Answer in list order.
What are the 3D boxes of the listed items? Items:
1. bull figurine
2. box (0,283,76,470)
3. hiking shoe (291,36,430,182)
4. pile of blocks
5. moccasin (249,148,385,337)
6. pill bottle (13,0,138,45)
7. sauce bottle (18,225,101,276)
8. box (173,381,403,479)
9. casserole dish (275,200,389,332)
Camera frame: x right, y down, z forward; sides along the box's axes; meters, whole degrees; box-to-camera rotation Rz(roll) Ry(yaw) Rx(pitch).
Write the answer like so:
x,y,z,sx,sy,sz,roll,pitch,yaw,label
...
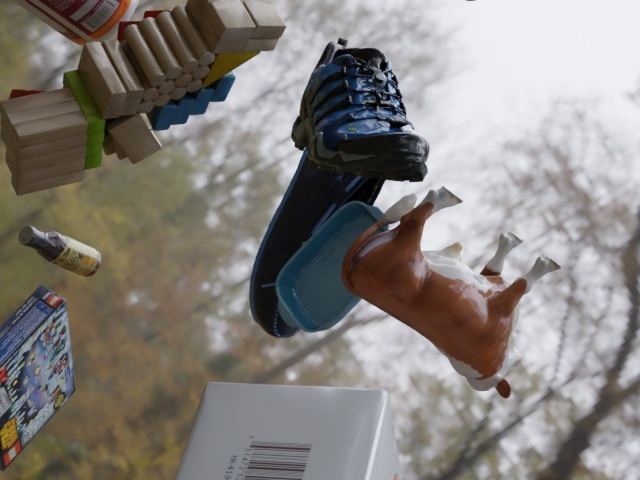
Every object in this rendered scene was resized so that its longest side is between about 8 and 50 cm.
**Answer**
x,y,z,sx,sy,sz,roll,pitch,yaw,label
0.168,0.061,2.037,0.310,0.188,0.101,32,5,-32,bull figurine
-0.230,0.107,1.304,0.027,0.094,0.137,31,-31,17,box
0.039,-0.143,1.832,0.304,0.113,0.132,-145,-117,-67,hiking shoe
-0.216,-0.187,1.953,0.112,0.362,0.149,61,-3,30,pile of blocks
0.000,0.000,2.229,0.117,0.138,0.342,36,-54,26,moccasin
-0.319,-0.325,1.946,0.221,0.121,0.121,34,4,-44,pill bottle
-0.338,0.013,2.188,0.128,0.042,0.042,25,16,-50,sauce bottle
-0.017,0.320,1.481,0.215,0.168,0.345,-73,158,-47,box
0.024,0.037,2.134,0.037,0.188,0.114,29,19,-51,casserole dish
